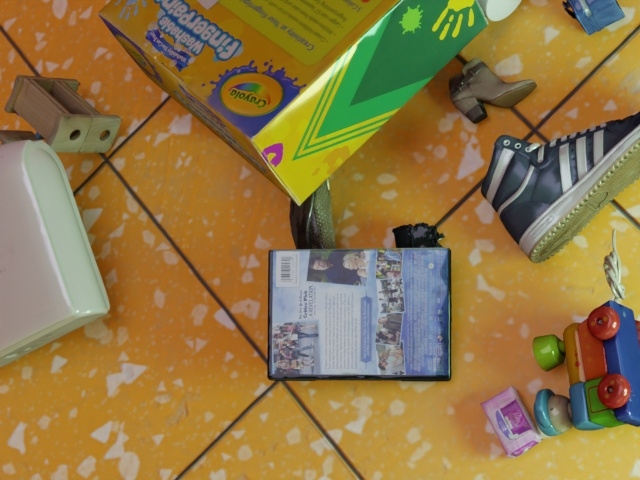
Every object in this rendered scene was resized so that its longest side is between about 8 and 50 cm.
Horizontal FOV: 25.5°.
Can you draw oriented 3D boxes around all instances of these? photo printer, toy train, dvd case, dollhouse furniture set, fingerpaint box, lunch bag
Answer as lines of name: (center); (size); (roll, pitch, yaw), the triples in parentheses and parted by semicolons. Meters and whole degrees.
photo printer: (-0.472, 0.013, 2.153); (0.256, 0.107, 0.308); (-25, 78, 29)
toy train: (0.333, 0.122, 1.796); (0.143, 0.105, 0.248); (-20, 64, 33)
dvd case: (0.052, 0.101, 1.921); (0.253, 0.022, 0.180); (-1, 84, 10)
dollhouse furniture set: (-0.431, -0.151, 2.259); (0.129, 0.129, 0.184); (41, 116, 31)
fingerpaint box: (-0.049, -0.313, 2.019); (0.371, 0.163, 0.445); (-44, 47, -7)
lunch bag: (0.367, -0.326, 1.932); (0.065, 0.098, 0.067); (-30, 67, 16)

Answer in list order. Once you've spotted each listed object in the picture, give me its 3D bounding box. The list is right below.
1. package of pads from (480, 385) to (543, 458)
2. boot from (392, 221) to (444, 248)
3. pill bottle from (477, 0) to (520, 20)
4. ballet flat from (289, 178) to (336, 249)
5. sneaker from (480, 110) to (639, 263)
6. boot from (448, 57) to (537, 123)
package of pads: (0.247, 0.234, 1.828); (0.050, 0.032, 0.083); (-33, 61, 13)
boot: (0.112, 0.029, 1.959); (0.121, 0.045, 0.099); (-7, 71, 16)
pill bottle: (0.201, -0.397, 2.032); (0.108, 0.108, 0.193); (-49, 59, 2)
ballet flat: (0.000, 0.000, 2.022); (0.084, 0.058, 0.250); (131, 139, -53)
sneaker: (0.337, -0.118, 1.873); (0.282, 0.099, 0.153); (-44, 61, 9)
boot: (0.237, -0.222, 1.992); (0.118, 0.042, 0.087); (-29, 60, 14)
